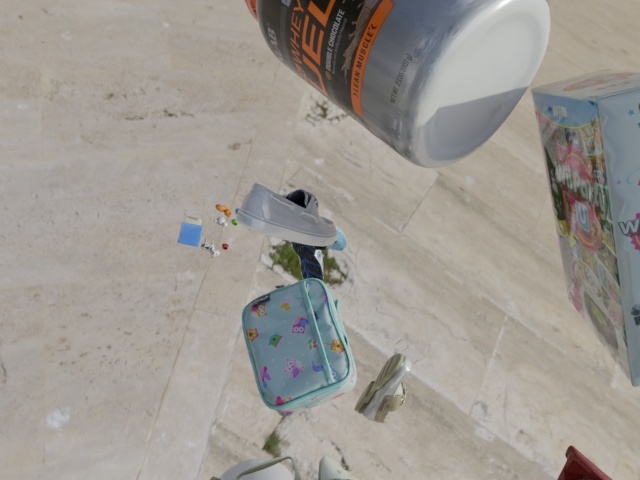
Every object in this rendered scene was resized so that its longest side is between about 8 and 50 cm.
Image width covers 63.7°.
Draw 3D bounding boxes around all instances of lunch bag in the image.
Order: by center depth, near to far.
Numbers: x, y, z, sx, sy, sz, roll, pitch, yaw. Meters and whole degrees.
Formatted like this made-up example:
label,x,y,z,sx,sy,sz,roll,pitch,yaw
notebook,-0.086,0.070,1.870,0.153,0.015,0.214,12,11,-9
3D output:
label,x,y,z,sx,sy,sz,roll,pitch,yaw
lunch bag,-0.045,0.224,1.145,0.224,0.108,0.279,-23,59,6

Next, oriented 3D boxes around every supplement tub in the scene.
label,x,y,z,sx,sy,sz,roll,pitch,yaw
supplement tub,0.065,-0.253,0.597,0.207,0.207,0.338,-21,52,-33

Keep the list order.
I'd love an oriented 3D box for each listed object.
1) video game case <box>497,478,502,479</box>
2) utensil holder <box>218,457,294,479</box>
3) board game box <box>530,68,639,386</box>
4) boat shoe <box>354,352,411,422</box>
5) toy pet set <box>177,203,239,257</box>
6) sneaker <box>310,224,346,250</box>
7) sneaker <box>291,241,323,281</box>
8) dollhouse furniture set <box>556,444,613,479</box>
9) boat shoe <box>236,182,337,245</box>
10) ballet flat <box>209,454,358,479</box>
label,x,y,z,sx,sy,sz,roll,pitch,yaw
video game case,0.533,0.839,1.573,0.201,0.183,0.023,47,6,-21
utensil holder,-0.165,0.881,1.506,0.328,0.385,0.327,-2,98,-16
board game box,0.337,-0.030,0.583,0.098,0.303,0.224,-13,16,11
boat shoe,0.206,0.443,1.531,0.103,0.302,0.113,33,45,7
toy pet set,-0.233,-0.013,1.068,0.114,0.122,0.065,13,41,-17
sneaker,0.000,0.000,1.154,0.162,0.063,0.073,21,37,-43
sneaker,-0.037,0.038,1.523,0.080,0.081,0.211,-8,81,3
dollhouse furniture set,0.249,0.461,0.604,0.201,0.374,0.152,-13,33,-35
boat shoe,-0.032,-0.036,0.664,0.066,0.063,0.184,30,12,39
ballet flat,-0.055,0.608,1.238,0.483,0.164,0.182,-5,46,6
